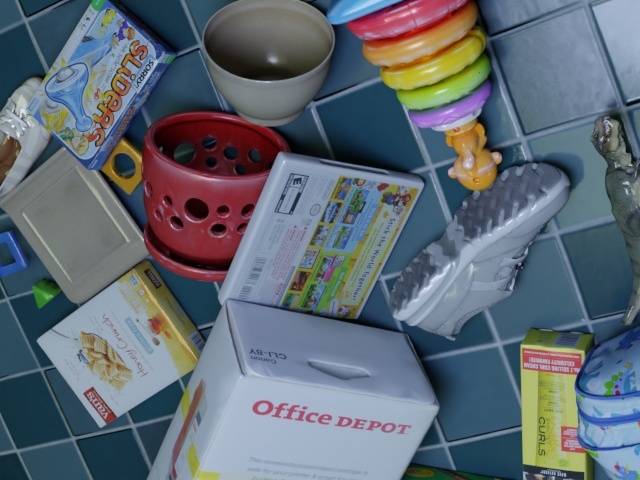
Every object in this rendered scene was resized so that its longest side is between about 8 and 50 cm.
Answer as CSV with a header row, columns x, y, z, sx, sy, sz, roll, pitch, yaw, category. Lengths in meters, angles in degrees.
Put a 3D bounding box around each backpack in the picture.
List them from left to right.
x,y,z,sx,sy,sz,roll,pitch,yaw,category
0.458,0.174,1.260,0.273,0.290,0.355,42,129,-1,backpack

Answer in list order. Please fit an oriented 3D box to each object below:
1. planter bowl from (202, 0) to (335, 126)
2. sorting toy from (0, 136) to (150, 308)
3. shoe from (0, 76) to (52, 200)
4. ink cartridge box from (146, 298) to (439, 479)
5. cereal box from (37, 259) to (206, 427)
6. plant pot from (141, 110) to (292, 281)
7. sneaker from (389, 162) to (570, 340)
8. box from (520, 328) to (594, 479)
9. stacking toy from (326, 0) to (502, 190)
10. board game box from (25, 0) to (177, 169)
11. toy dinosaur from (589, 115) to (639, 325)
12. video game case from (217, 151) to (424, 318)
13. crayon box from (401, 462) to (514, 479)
x,y,z,sx,sy,sz,roll,pitch,yaw,category
-0.063,-0.212,1.421,0.162,0.162,0.109,21,142,16,planter bowl
-0.351,-0.027,1.671,0.347,0.047,0.196,-34,97,30,sorting toy
-0.445,-0.139,1.662,0.076,0.058,0.219,34,119,9,shoe
-0.053,0.289,1.516,0.279,0.160,0.385,12,121,-23,ink cartridge box
-0.296,0.159,1.712,0.240,0.047,0.173,-35,92,30,cereal box
-0.144,-0.055,1.486,0.191,0.191,0.174,23,122,15,plant pot
0.213,0.015,1.421,0.115,0.105,0.281,32,121,-24,sneaker
0.305,0.231,1.462,0.087,0.058,0.232,5,110,23,box
0.143,-0.193,1.341,0.175,0.166,0.302,-19,112,17,stacking toy
-0.300,-0.215,1.550,0.136,0.035,0.201,42,109,16,board game box
0.389,-0.027,1.331,0.118,0.064,0.268,-3,110,32,toy dinosaur
0.000,0.000,1.455,0.227,0.206,0.026,-65,33,27,video game case
0.183,0.458,1.588,0.165,0.081,0.278,5,111,23,crayon box
